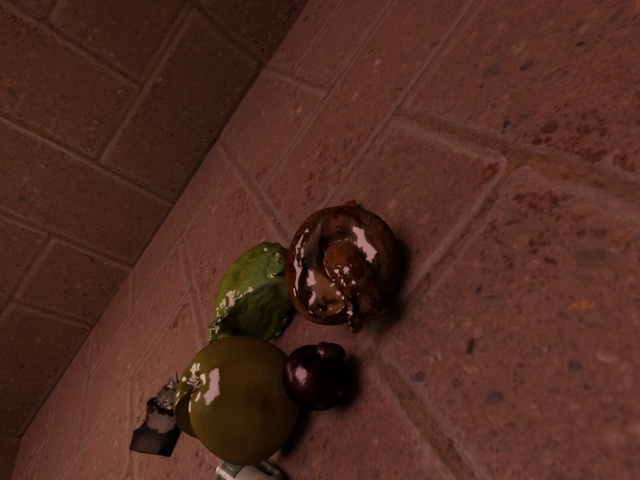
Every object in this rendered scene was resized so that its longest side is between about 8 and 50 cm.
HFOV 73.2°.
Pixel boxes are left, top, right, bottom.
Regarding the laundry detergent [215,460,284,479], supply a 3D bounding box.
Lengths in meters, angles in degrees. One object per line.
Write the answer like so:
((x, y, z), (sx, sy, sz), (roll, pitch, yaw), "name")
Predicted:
((-0.144, 0.534, 0.956), (0.226, 0.099, 0.070), (-9, 93, 51), "laundry detergent")

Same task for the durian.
((-0.178, 0.149, 1.235), (0.256, 0.204, 0.339), (-32, 30, 14), "durian")

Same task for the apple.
((-0.193, 0.366, 1.007), (0.292, 0.254, 0.291), (-31, 42, 33), "apple")

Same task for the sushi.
((-0.514, 0.556, 1.429), (0.109, 0.135, 0.272), (130, 155, -83), "sushi")

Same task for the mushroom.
((0.052, 0.071, 0.958), (0.264, 0.195, 0.283), (-16, 45, -1), "mushroom")

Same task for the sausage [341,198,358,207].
((0.055, -0.037, 1.164), (0.183, 0.054, 0.062), (-61, 4, -21), "sausage")

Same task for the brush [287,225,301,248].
((0.000, 0.000, 1.259), (0.314, 0.017, 0.090), (7, 70, 55), "brush")

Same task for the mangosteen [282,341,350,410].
((-0.005, 0.279, 0.913), (0.153, 0.153, 0.152), (-34, 41, 35), "mangosteen")
